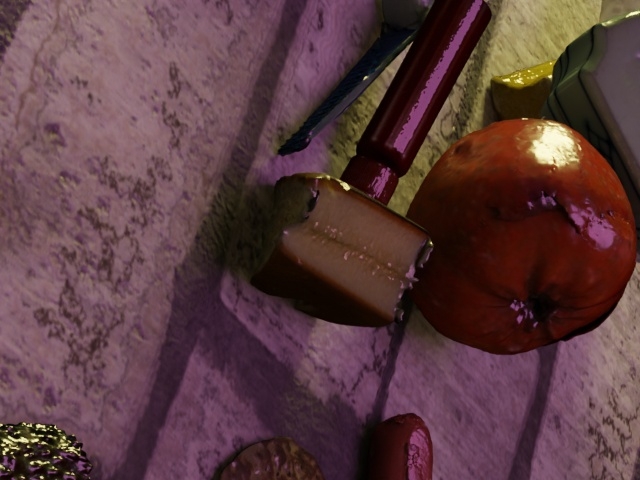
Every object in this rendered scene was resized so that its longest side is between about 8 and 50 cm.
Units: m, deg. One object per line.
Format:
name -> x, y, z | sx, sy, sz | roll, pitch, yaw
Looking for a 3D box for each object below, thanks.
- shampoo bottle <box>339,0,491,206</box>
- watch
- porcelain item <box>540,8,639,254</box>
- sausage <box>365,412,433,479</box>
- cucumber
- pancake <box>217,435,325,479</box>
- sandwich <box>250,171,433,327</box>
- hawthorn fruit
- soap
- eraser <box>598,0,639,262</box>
shampoo bottle -> 0.097, -0.147, 1.950 | 0.260, 0.064, 0.102 | -61, 179, -11
watch -> 0.037, -0.237, 1.935 | 0.274, 0.068, 0.276 | -11, 98, -57
porcelain item -> 0.428, -0.137, 2.165 | 0.281, 0.157, 0.286 | -23, 80, -26
sausage -> 0.085, 0.255, 1.957 | 0.076, 0.076, 0.141 | 24, 69, -53
cucumber -> -0.326, 0.178, 1.344 | 0.359, 0.096, 0.096 | 11, 78, -53
pancake -> -0.049, 0.304, 1.792 | 0.235, 0.029, 0.212 | -3, 89, -56
sandwich -> 0.000, 0.000, 1.807 | 0.235, 0.128, 0.122 | 33, 67, -53
hawthorn fruit -> 0.230, -0.028, 2.047 | 0.276, 0.276, 0.307 | 57, 29, -37
soap -> 0.341, -0.145, 2.362 | 0.315, 0.091, 0.199 | -20, 103, -56
eraser -> 0.431, -0.182, 2.347 | 0.213, 0.082, 0.397 | 37, 57, -49
